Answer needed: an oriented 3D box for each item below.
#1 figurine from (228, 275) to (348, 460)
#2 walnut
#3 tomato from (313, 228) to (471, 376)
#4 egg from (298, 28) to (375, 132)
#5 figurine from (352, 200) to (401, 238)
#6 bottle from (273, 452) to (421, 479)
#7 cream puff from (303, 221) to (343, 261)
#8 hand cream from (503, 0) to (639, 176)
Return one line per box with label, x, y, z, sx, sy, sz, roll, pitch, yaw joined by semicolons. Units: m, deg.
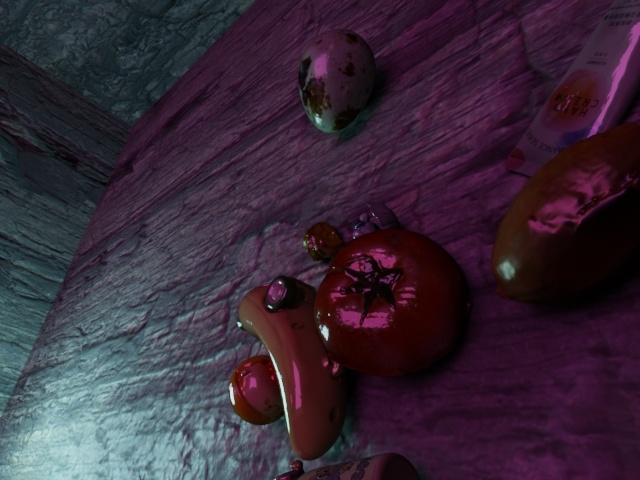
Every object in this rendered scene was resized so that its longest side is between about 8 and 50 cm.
figurine;-0.064;0.198;0.751;0.222;0.124;0.324;-44;40;18
walnut;0.280;-0.027;0.497;0.245;0.137;0.137;-54;33;19
tomato;0.086;0.071;0.638;0.225;0.085;0.224;-13;48;14
egg;0.034;-0.347;1.029;0.169;0.169;0.230;-3;75;50
figurine;0.087;-0.021;0.768;0.082;0.086;0.094;-46;36;18
bottle;0.015;0.318;0.570;0.209;0.097;0.109;-30;62;34
cream puff;0.000;0.000;0.884;0.083;0.058;0.083;-18;49;41
hand cream;0.373;-0.227;0.607;0.340;0.078;0.124;-58;35;7
